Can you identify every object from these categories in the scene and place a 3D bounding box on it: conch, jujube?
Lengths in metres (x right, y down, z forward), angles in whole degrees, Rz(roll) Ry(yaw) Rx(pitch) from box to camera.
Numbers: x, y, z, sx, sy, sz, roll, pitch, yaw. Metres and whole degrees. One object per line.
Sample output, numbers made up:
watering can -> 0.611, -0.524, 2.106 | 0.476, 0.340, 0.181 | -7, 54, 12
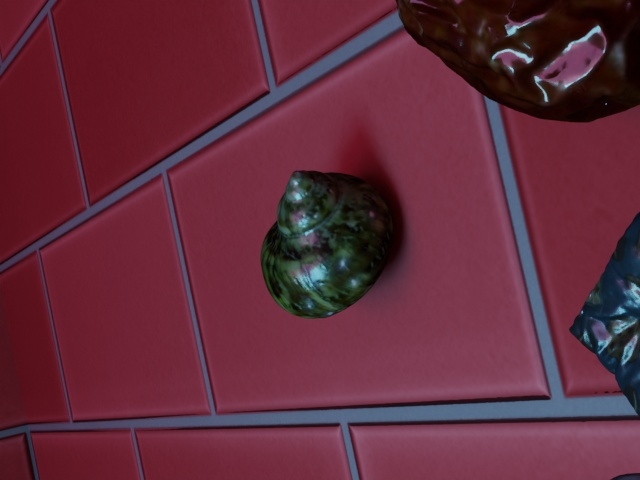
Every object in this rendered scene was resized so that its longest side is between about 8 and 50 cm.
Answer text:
conch -> -0.003, 0.000, 1.193 | 0.187, 0.124, 0.181 | -128, 42, -53
jujube -> 0.155, -0.192, 0.825 | 0.250, 0.174, 0.174 | 37, 131, 36

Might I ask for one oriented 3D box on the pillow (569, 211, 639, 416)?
pillow -> 0.293, 0.090, 0.790 | 0.255, 0.034, 0.189 | 54, 139, 35

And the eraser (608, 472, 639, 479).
eraser -> 0.256, 0.296, 0.796 | 0.174, 0.081, 0.227 | 53, 163, 43
